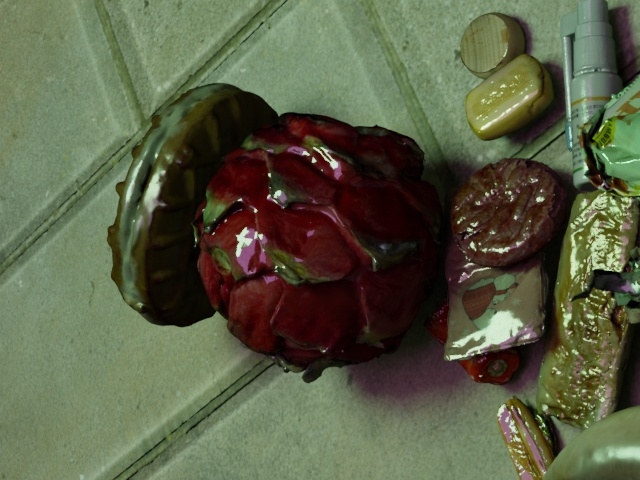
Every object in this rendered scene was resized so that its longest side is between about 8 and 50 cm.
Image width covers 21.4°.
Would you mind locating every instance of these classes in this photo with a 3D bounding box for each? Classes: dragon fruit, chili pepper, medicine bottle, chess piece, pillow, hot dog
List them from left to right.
[{"bbox_3d":[-0.003,-0.002,2.050,0.329,0.329,0.329,-10,76,42],"label":"dragon fruit"},{"bbox_3d":[0.184,0.121,2.015,0.123,0.073,0.070,50,157,39],"label":"chili pepper"},{"bbox_3d":[0.211,-0.238,2.076,0.083,0.038,0.084,-12,72,41],"label":"chess piece"},{"bbox_3d":[0.207,0.027,1.988,0.135,0.049,0.248,-20,52,30],"label":"pillow"},{"bbox_3d":[0.246,0.238,1.957,0.056,0.041,0.133,-40,63,41],"label":"hot dog"},{"bbox_3d":[0.310,-0.165,1.959,0.092,0.061,0.221,-22,65,60],"label":"medicine bottle"}]

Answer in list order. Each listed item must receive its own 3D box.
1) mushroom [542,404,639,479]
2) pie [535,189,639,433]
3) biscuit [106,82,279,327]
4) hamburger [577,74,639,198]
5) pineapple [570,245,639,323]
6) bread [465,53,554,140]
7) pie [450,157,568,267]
[{"bbox_3d":[0.343,0.341,1.652,0.362,0.294,0.362,11,106,42],"label":"mushroom"},{"bbox_3d":[0.307,0.084,1.903,0.128,0.068,0.282,12,91,51],"label":"pie"},{"bbox_3d":[-0.153,-0.047,2.197,0.103,0.332,0.332,19,96,25],"label":"biscuit"},{"bbox_3d":[0.387,-0.134,1.780,0.235,0.214,0.125,-25,104,20],"label":"hamburger"},{"bbox_3d":[0.400,0.038,1.716,0.271,0.262,0.262,142,125,-63],"label":"pineapple"},{"bbox_3d":[0.230,-0.166,2.031,0.115,0.056,0.082,-39,47,21],"label":"bread"},{"bbox_3d":[0.216,-0.033,1.967,0.154,0.036,0.154,-21,48,25],"label":"pie"}]
